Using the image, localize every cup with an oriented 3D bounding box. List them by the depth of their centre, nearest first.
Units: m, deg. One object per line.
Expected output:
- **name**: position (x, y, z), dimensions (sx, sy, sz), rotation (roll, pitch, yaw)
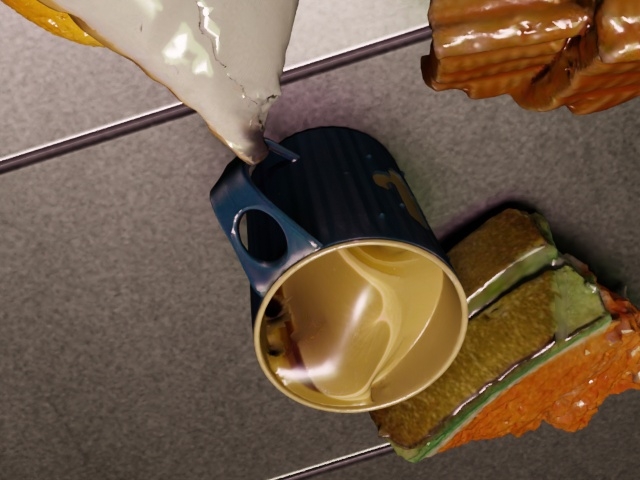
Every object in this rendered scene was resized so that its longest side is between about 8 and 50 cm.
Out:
- **cup**: position (0.000, 0.000, 1.034), dimensions (0.131, 0.155, 0.176), rotation (-39, 120, 16)

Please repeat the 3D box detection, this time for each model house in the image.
- **model house**: position (0.154, -0.169, 0.891), dimensions (0.199, 0.229, 0.220), rotation (1, 126, -6)

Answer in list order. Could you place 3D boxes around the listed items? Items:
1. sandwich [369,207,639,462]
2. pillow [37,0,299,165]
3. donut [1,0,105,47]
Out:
- **sandwich**: position (0.132, 0.080, 1.152), dimensions (0.185, 0.109, 0.160), rotation (-39, 142, 14)
- **pillow**: position (-0.102, -0.242, 0.795), dimensions (0.312, 0.310, 0.119), rotation (32, 149, -27)
- **donut**: position (-0.126, -0.189, 0.931), dimensions (0.174, 0.075, 0.190), rotation (-31, 124, 11)
